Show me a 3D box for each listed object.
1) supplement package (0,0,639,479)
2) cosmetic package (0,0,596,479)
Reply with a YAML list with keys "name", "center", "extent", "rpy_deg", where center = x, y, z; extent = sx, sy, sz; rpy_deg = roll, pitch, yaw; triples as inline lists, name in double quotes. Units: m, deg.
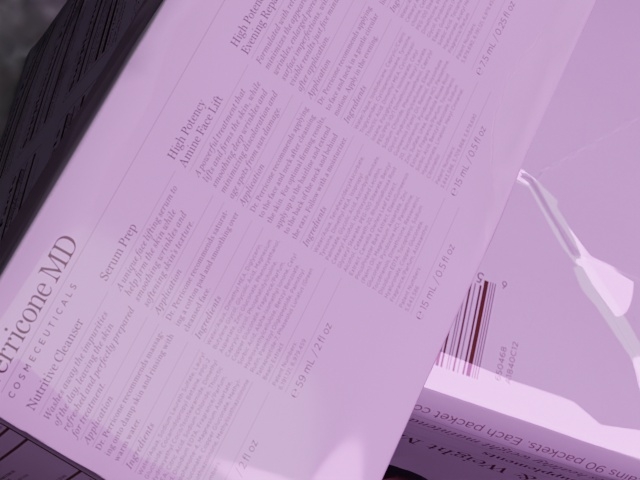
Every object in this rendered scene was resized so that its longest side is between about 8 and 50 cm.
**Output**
- name: "supplement package"
  center: [0.000, 0.000, 0.608]
  extent: [0.194, 0.203, 0.149]
  rpy_deg: [20, 68, -17]
- name: "cosmetic package"
  center: [-0.002, -0.035, 0.467]
  extent: [0.099, 0.060, 0.239]
  rpy_deg: [34, 64, -14]
